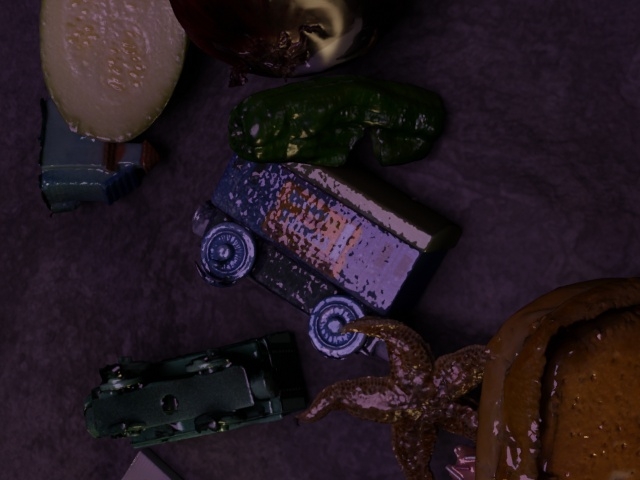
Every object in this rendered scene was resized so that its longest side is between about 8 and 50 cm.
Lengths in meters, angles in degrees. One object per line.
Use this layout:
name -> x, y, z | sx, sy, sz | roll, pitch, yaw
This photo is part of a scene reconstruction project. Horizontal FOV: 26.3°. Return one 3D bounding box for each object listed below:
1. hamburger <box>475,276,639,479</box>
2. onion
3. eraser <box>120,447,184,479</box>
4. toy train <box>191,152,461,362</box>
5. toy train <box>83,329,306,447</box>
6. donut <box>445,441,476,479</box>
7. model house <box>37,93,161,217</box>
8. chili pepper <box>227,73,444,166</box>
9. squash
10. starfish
hamburger -> 0.282, 0.184, 1.333 | 0.174, 0.284, 0.304 | 10, 99, 55
onion -> -0.032, -0.307, 1.477 | 0.273, 0.273, 0.285 | 1, 69, 26
eraser -> -0.194, 0.348, 1.722 | 0.150, 0.023, 0.104 | 39, 109, 19
toy train -> 0.000, 0.000, 1.551 | 0.300, 0.131, 0.202 | 32, 102, 18
toy train -> -0.150, 0.175, 1.616 | 0.269, 0.154, 0.115 | -16, 88, 27
donut -> 0.215, 0.218, 1.488 | 0.117, 0.065, 0.166 | 25, 106, 24
model house -> -0.265, -0.110, 1.692 | 0.149, 0.119, 0.148 | 3, 71, 3
chili pepper -> 0.020, -0.131, 1.474 | 0.083, 0.253, 0.099 | 46, 132, 51
squash -> -0.235, -0.263, 1.579 | 0.189, 0.189, 0.260 | 12, 76, 25
starfish -> 0.110, 0.176, 1.457 | 0.277, 0.062, 0.235 | -20, 102, 18
